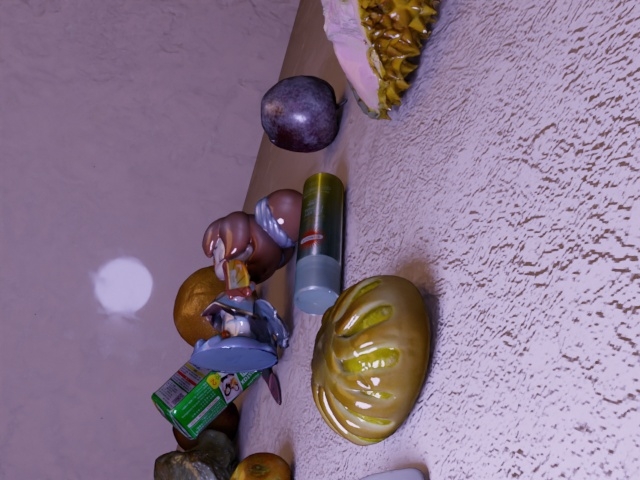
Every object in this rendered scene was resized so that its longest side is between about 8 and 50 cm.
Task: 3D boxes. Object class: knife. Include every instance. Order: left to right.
[{"bbox_3d":[-0.106,0.306,1.374,0.247,0.018,0.035,-153,83,-74],"label":"knife"}]

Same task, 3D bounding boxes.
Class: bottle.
[{"bbox_3d":[0.000,0.000,1.134,0.082,0.082,0.286,119,161,-45],"label":"bottle"}]

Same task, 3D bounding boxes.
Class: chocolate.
[{"bbox_3d":[-0.287,0.480,1.632,0.177,0.176,0.177,-164,90,-77],"label":"chocolate"}]

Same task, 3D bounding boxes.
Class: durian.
[{"bbox_3d":[0.087,-0.291,0.992,0.305,0.185,0.196,153,112,-78],"label":"durian"}]

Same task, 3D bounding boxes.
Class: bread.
[{"bbox_3d":[0.047,0.135,0.731,0.213,0.104,0.213,-166,90,-75],"label":"bread"}]

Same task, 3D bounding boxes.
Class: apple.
[{"bbox_3d":[-0.101,0.405,1.030,0.099,0.102,0.114,-99,29,-65],"label":"apple"}]

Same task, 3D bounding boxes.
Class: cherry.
[{"bbox_3d":[-0.046,-0.295,1.458,0.195,0.195,0.195,-164,90,-77],"label":"cherry"}]

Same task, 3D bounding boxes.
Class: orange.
[{"bbox_3d":[-0.302,0.196,1.823,0.264,0.264,0.264,-164,90,-77],"label":"orange"}]

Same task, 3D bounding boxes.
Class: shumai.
[{"bbox_3d":[-0.238,0.552,1.433,0.272,0.203,0.222,37,124,38],"label":"shumai"}]

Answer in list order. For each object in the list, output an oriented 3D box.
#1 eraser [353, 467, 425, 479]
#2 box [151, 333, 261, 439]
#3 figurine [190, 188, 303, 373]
[{"bbox_3d":[0.015,0.353,0.693,0.352,0.061,0.089,118,162,-44],"label":"eraser"},{"bbox_3d":[-0.280,0.350,1.538,0.250,0.103,0.180,-44,23,-20],"label":"box"},{"bbox_3d":[-0.152,0.086,1.412,0.277,0.248,0.388,129,145,-54],"label":"figurine"}]
